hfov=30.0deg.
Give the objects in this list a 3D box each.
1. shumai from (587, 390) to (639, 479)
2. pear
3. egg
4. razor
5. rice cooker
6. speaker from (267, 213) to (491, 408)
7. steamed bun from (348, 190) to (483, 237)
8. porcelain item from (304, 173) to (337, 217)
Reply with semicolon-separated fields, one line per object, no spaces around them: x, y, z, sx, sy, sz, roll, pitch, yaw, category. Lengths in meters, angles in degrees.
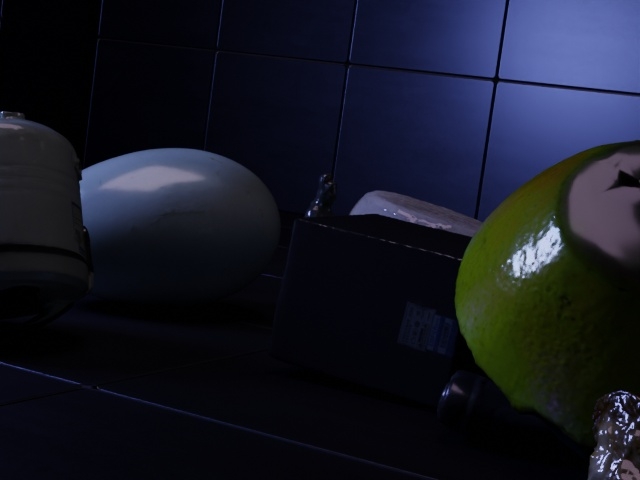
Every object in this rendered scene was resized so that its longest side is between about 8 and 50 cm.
0.267;0.190;0.981;0.105;0.139;0.123;-22;-29;5;shumai
0.332;0.027;1.163;0.399;0.165;0.399;7;44;-7;pear
-0.225;-0.017;1.698;0.371;0.230;0.230;-2;10;-37;egg
0.191;0.173;1.172;0.148;0.054;0.090;15;14;14;razor
-0.377;-0.009;1.375;0.226;0.244;0.226;-10;-17;-3;rice cooker
0.111;0.080;1.401;0.254;0.184;0.232;14;9;25;speaker
0.167;0.038;1.907;0.283;0.177;0.283;18;8;-3;steamed bun
0.000;0.000;1.902;0.069;0.216;0.081;12;8;30;porcelain item
